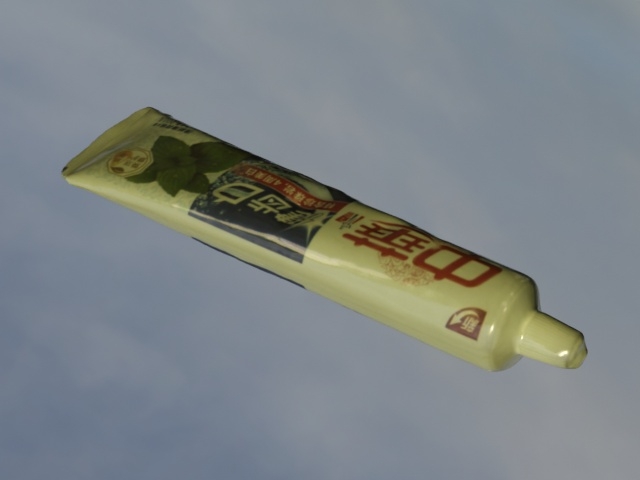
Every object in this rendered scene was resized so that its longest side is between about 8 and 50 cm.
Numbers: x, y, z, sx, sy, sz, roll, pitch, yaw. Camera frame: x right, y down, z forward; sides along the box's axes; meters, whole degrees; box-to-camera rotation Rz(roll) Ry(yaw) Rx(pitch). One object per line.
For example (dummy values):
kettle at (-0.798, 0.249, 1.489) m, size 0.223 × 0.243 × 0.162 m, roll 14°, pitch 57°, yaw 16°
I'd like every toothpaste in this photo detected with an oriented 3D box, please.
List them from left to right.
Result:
toothpaste at (0.000, 0.000, 0.744) m, size 0.233 × 0.038 × 0.060 m, roll 24°, pitch -138°, yaw 28°
